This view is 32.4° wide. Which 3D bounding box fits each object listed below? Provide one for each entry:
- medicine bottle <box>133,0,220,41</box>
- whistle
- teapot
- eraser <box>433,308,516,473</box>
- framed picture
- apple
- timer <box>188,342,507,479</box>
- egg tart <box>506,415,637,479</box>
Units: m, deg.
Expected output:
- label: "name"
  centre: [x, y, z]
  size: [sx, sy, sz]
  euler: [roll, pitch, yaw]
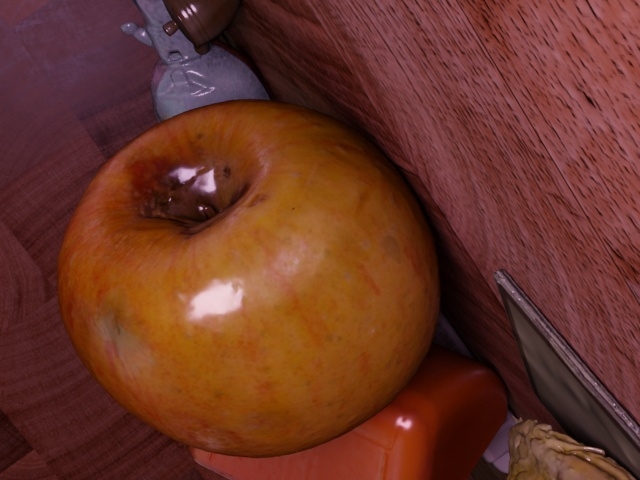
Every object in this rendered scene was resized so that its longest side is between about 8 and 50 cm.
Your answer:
- label: "medicine bottle"
  centre: [-0.196, -0.309, 1.416]
  size: [0.124, 0.079, 0.258]
  euler: [52, 177, 35]
- label: "whistle"
  centre: [-0.158, -0.224, 1.327]
  size: [0.142, 0.133, 0.346]
  euler: [13, 140, 35]
- label: "teapot"
  centre: [-0.125, -0.232, 1.116]
  size: [0.085, 0.080, 0.110]
  euler: [53, 177, 15]
- label: "eraser"
  centre: [0.143, 0.141, 1.274]
  size: [0.352, 0.061, 0.089]
  euler: [55, 178, -8]
- label: "framed picture"
  centre: [0.193, 0.130, 0.795]
  size: [0.173, 0.010, 0.231]
  euler: [53, 177, 32]
- label: "apple"
  centre: [-0.051, 0.038, 0.900]
  size: [0.299, 0.299, 0.275]
  euler: [52, 166, 42]
- label: "timer"
  centre: [0.041, 0.156, 1.123]
  size: [0.257, 0.161, 0.250]
  euler: [21, -156, 22]
- label: "egg tart"
  centre: [0.209, 0.234, 0.795]
  size: [0.252, 0.098, 0.232]
  euler: [41, 174, 38]
